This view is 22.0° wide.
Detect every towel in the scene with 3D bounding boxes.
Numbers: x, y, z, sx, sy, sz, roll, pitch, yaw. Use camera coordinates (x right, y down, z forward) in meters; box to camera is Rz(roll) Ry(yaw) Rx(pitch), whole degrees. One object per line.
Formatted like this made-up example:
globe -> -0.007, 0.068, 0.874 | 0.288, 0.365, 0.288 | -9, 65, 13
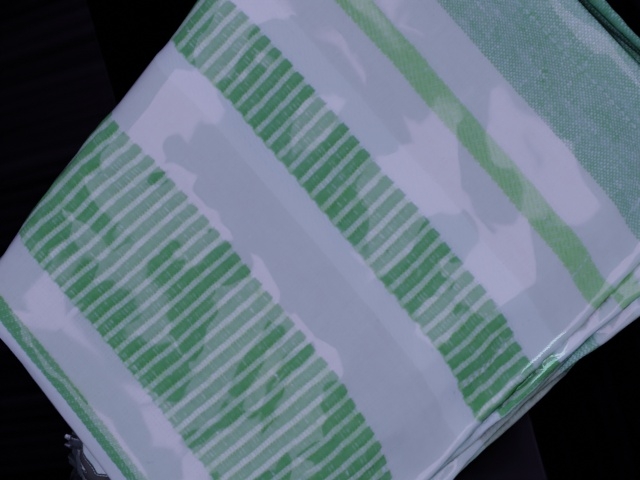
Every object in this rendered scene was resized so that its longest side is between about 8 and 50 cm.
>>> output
towel -> 0.000, 0.000, 0.730 | 0.248, 0.038, 0.325 | 49, 114, 16

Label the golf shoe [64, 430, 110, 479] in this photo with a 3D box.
golf shoe -> -0.090, 0.122, 0.875 | 0.094, 0.077, 0.198 | 27, 123, 8
